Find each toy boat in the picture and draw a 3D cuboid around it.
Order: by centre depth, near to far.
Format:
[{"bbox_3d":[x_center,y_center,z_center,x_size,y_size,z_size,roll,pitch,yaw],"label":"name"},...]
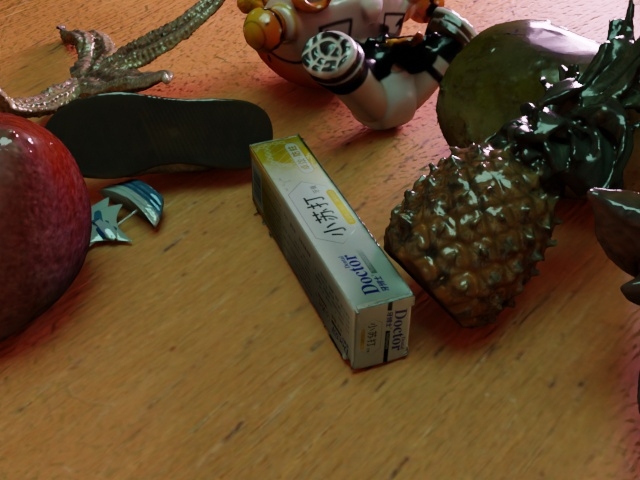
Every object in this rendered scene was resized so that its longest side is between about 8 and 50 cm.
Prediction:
[{"bbox_3d":[-0.257,-0.024,1.000,0.149,0.034,0.105,-27,46,-8],"label":"toy boat"}]

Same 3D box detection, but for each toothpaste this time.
[{"bbox_3d":[0.000,0.000,0.893,0.071,0.089,0.313,-12,39,-17],"label":"toothpaste"}]

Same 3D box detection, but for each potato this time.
[{"bbox_3d":[0.274,-0.151,0.986,0.307,0.173,0.210,27,47,36],"label":"potato"}]

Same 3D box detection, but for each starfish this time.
[{"bbox_3d":[-0.313,-0.265,1.177,0.384,0.132,0.398,-13,20,27],"label":"starfish"}]

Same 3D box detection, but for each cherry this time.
[{"bbox_3d":[-0.343,-0.024,0.840,0.206,0.239,0.239,17,44,23],"label":"cherry"}]

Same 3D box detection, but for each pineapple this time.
[{"bbox_3d":[0.225,-0.080,0.801,0.364,0.165,0.165,-44,44,5],"label":"pineapple"}]

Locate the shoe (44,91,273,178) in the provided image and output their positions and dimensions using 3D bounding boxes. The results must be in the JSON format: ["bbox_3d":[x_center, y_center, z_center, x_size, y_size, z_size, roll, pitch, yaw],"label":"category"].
[{"bbox_3d":[-0.201,-0.128,1.050,0.275,0.103,0.098,0,6,-13],"label":"shoe"}]

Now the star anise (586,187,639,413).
[{"bbox_3d":[0.332,0.042,0.705,0.315,0.315,0.108,-35,9,-32],"label":"star anise"}]

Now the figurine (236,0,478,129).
[{"bbox_3d":[0.024,-0.292,1.167,0.320,0.196,0.323,-16,45,-29],"label":"figurine"}]
